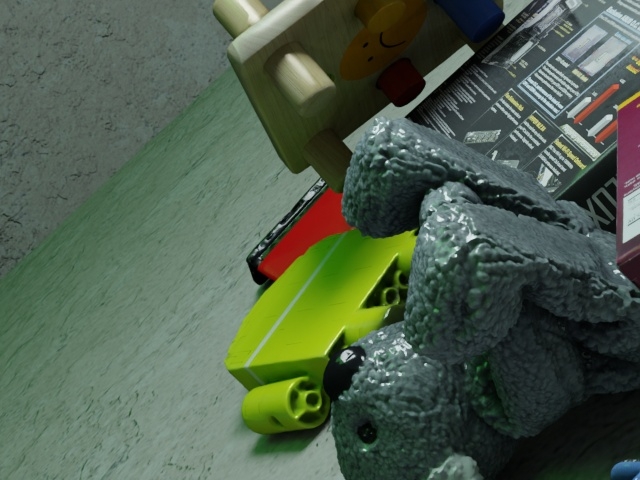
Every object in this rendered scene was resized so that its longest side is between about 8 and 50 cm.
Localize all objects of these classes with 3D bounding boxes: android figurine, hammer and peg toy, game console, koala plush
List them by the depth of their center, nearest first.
[{"bbox_3d":[0.085,0.079,0.816,0.221,0.203,0.196,-61,23,18],"label":"koala plush"},{"bbox_3d":[0.016,0.061,1.177,0.273,0.056,0.248,-19,30,56],"label":"android figurine"},{"bbox_3d":[0.061,-0.169,1.222,0.266,0.127,0.361,-38,-19,-3],"label":"hammer and peg toy"},{"bbox_3d":[0.000,0.000,1.448,0.144,0.085,0.124,-47,-15,-12],"label":"game console"}]

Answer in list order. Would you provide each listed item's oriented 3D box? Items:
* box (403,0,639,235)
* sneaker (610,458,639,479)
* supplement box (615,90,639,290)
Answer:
[{"bbox_3d":[0.193,-0.096,1.045,0.242,0.076,0.307,-42,22,7],"label":"box"},{"bbox_3d":[0.097,0.174,0.635,0.221,0.087,0.083,-41,16,12],"label":"sneaker"},{"bbox_3d":[0.227,-0.020,0.772,0.081,0.104,0.188,-35,19,28],"label":"supplement box"}]
